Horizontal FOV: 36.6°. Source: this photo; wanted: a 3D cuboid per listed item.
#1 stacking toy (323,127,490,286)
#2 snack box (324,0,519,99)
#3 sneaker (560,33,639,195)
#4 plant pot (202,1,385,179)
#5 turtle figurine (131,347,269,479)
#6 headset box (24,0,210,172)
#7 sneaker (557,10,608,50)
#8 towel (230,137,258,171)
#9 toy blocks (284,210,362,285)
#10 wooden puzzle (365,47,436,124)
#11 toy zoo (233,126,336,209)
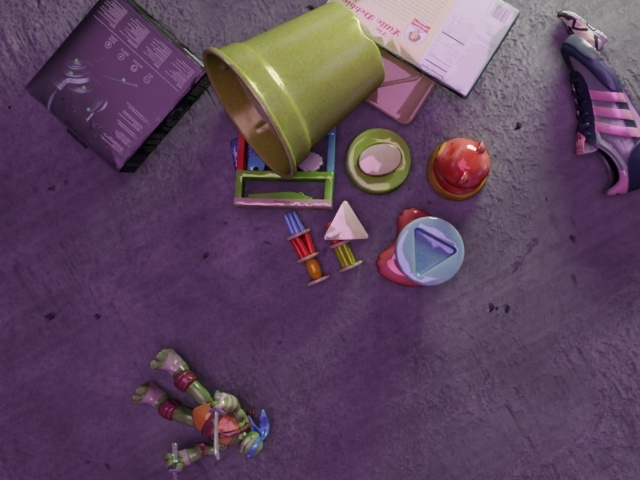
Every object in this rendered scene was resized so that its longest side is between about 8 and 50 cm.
[{"bbox_3d":[0.167,-0.076,1.827,0.280,0.130,0.308,18,86,-3],"label":"stacking toy"},{"bbox_3d":[0.187,-0.428,1.823,0.322,0.060,0.187,33,95,6],"label":"snack box"},{"bbox_3d":[0.522,-0.231,1.829,0.131,0.112,0.319,-32,90,3],"label":"sneaker"},{"bbox_3d":[-0.032,-0.294,1.764,0.254,0.276,0.276,-35,91,-11],"label":"plant pot"},{"bbox_3d":[-0.253,0.349,1.863,0.266,0.197,0.275,37,53,18],"label":"turtle figurine"},{"bbox_3d":[-0.388,-0.299,1.881,0.246,0.131,0.283,41,96,0],"label":"headset box"},{"bbox_3d":[0.496,-0.400,1.856,0.109,0.040,0.043,36,97,2],"label":"sneaker"},{"bbox_3d":[-0.117,-0.178,1.919,0.120,0.029,0.067,-8,87,6],"label":"towel"},{"bbox_3d":[0.000,0.000,1.911,0.123,0.054,0.148,-24,91,6],"label":"toy blocks"},{"bbox_3d":[0.130,-0.375,1.887,0.239,0.044,0.221,33,96,6],"label":"wooden puzzle"},{"bbox_3d":[-0.064,-0.206,1.884,0.192,0.030,0.293,1,78,7],"label":"toy zoo"}]
